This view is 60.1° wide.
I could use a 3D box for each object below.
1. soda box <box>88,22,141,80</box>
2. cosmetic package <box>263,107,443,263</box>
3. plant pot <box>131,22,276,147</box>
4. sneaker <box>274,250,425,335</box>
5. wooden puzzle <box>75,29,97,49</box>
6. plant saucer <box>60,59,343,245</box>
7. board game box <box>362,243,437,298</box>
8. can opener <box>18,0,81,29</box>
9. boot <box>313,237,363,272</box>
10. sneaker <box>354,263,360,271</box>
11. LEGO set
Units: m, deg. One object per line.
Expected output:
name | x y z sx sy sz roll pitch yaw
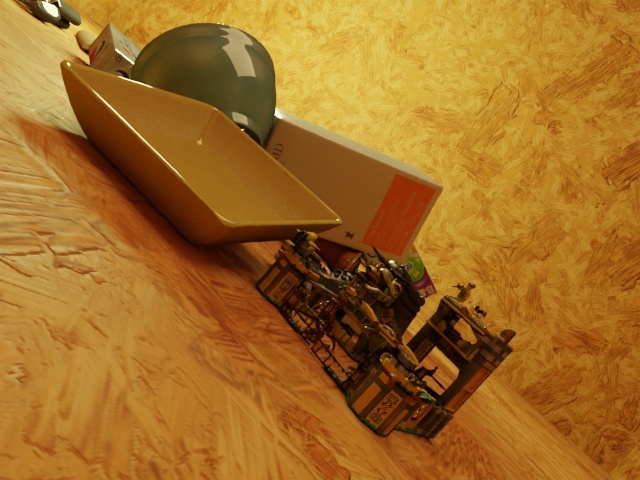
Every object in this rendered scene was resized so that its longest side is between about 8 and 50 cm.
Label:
soda box | -0.497 -0.437 1.350 0.098 0.091 0.286 38 12 -38
cosmetic package | 0.040 -0.128 1.337 0.453 0.230 0.161 18 18 -25
plant pot | -0.217 -0.248 1.102 0.293 0.293 0.196 35 34 -54
sneaker | 0.062 0.069 0.975 0.296 0.147 0.104 38 7 -23
wooden puzzle | -0.613 -0.560 1.805 0.348 0.080 0.322 37 6 -37
plant saucer | -0.165 -0.100 0.799 0.333 0.081 0.333 43 19 18
board game box | 0.205 0.055 1.616 0.275 0.144 0.142 64 -2 2
can opener | -0.749 -0.630 1.550 0.283 0.076 0.095 -100 173 -84
boot | 0.000 0.000 1.432 0.220 0.109 0.283 32 19 -4
sneaker | 0.053 0.043 1.659 0.083 0.071 0.191 37 1 38
LEGO set | 0.093 0.089 0.724 0.255 0.192 0.331 37 6 -41
